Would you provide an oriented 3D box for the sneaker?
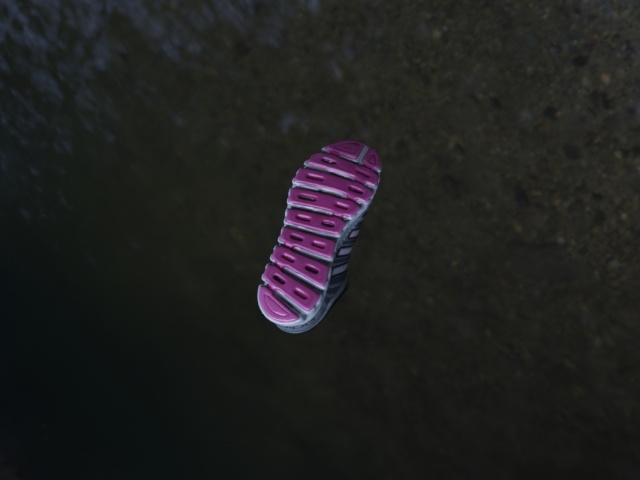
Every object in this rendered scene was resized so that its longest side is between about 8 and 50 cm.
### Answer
[{"bbox_3d":[0.000,0.000,0.705,0.063,0.170,0.075,17,155,10],"label":"sneaker"}]
